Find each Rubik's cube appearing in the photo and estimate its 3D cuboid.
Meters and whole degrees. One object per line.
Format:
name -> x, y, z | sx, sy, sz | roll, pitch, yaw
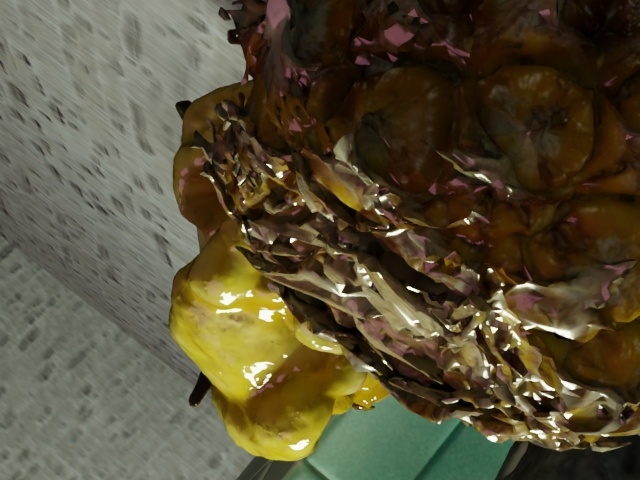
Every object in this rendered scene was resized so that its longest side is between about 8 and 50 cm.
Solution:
Rubik's cube -> 0.114, 0.266, 1.839 | 0.316, 0.322, 0.319 | 39, 167, -3

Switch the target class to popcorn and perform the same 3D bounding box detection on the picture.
popcorn -> 0.000, 0.000, 1.447 | 0.281, 0.297, 0.316 | -5, 117, 24

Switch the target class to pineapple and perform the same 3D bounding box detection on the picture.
pineapple -> 0.108, -0.076, 0.874 | 0.352, 0.300, 0.352 | 37, 160, 16

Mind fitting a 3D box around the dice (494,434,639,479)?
dice -> 0.258, 0.216, 1.501 | 0.182, 0.181, 0.183 | 36, 138, -2
